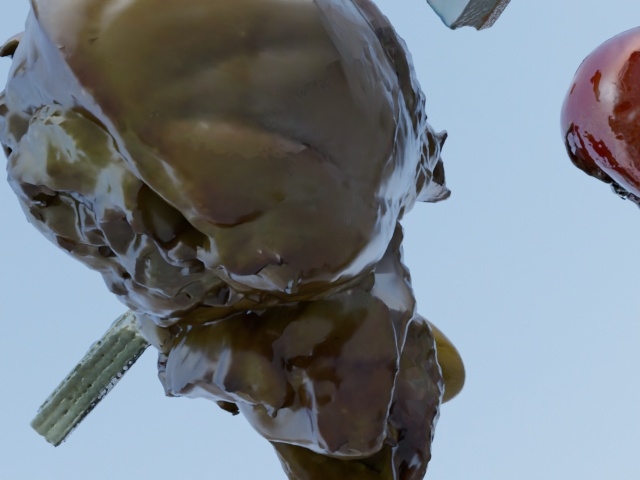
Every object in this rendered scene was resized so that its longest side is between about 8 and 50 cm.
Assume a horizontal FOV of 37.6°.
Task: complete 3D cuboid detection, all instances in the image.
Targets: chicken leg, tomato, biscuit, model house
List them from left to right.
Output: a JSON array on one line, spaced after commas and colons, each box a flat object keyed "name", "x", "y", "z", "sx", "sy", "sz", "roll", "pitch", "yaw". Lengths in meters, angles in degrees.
[{"name": "biscuit", "x": -0.218, "y": 0.117, "z": 1.022, "sx": 0.052, "sy": 0.252, "sz": 0.150, "roll": 42, "pitch": -79, "yaw": -3}, {"name": "chicken leg", "x": 0.000, "y": 0.000, "z": 0.516, "sx": 0.182, "sy": 0.409, "sz": 0.295, "roll": -20, "pitch": -95, "yaw": 20}, {"name": "model house", "x": 0.217, "y": -0.357, "z": 1.339, "sx": 0.100, "sy": 0.101, "sz": 0.088, "roll": -2, "pitch": -40, "yaw": -36}, {"name": "tomato", "x": 0.292, "y": -0.097, "z": 0.789, "sx": 0.187, "sy": 0.187, "sz": 0.151, "roll": 24, "pitch": -82, "yaw": -35}]

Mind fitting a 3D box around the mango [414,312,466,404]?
[{"name": "mango", "x": 0.015, "y": 0.105, "z": 0.900, "sx": 0.113, "sy": 0.253, "sz": 0.139, "roll": -43, "pitch": -36, "yaw": -62}]
